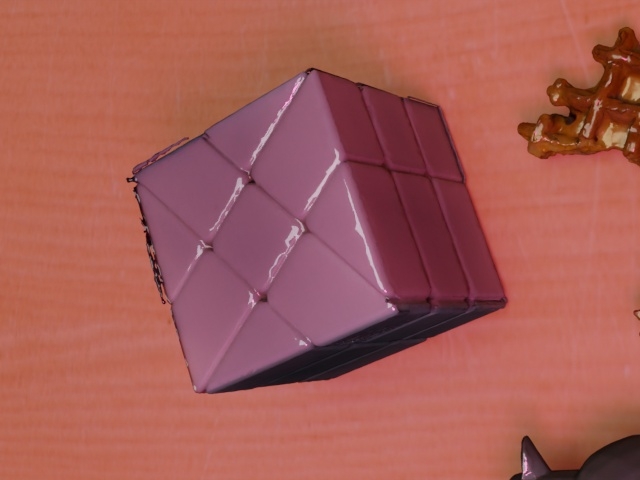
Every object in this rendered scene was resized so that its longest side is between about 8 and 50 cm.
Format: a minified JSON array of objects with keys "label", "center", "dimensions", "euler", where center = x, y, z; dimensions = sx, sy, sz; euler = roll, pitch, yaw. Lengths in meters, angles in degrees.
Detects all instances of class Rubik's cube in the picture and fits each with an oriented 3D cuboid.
[{"label":"Rubik's cube","center":[0.000,0.000,1.031],"dimensions":[0.231,0.225,0.221],"euler":[-26,74,28]}]

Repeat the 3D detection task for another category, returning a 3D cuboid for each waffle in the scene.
[{"label":"waffle","center":[0.329,-0.061,0.927],"dimensions":[0.260,0.069,0.293],"euler":[-33,68,24]}]

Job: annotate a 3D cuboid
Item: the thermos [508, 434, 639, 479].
[{"label":"thermos","center":[0.290,0.240,0.891],"dimensions":[0.287,0.145,0.182],"euler":[-10,90,33]}]
